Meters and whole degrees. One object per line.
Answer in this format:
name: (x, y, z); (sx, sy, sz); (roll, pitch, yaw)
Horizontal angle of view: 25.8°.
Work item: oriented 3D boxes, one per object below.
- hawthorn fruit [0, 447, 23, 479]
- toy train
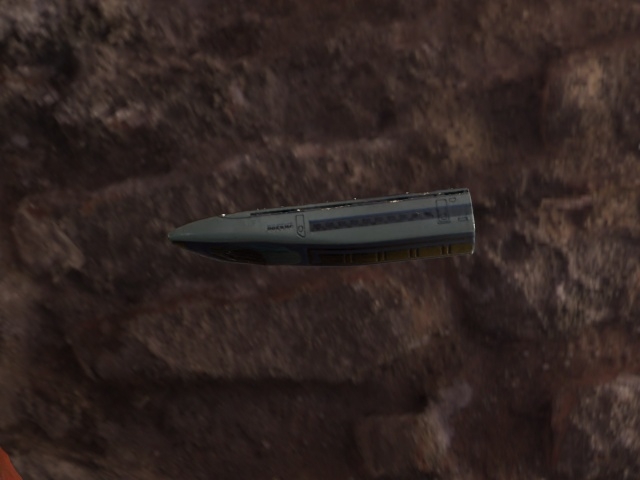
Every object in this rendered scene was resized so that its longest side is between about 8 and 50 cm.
hawthorn fruit: (-0.182, 0.152, 0.548); (0.181, 0.235, 0.181); (0, -103, -2)
toy train: (0.000, -0.001, 1.154); (0.252, 0.055, 0.048); (-6, -116, 1)
